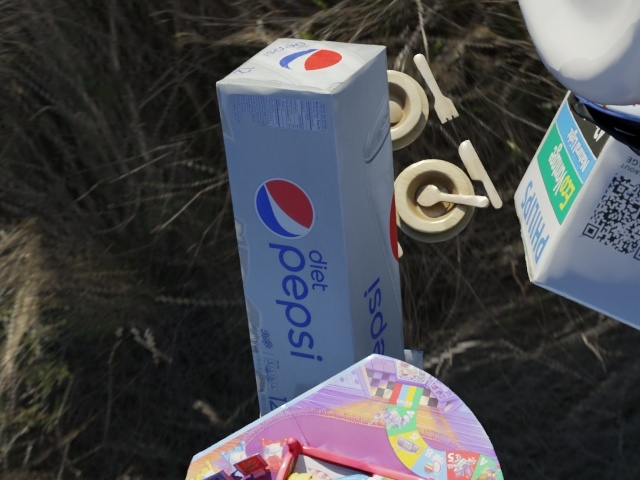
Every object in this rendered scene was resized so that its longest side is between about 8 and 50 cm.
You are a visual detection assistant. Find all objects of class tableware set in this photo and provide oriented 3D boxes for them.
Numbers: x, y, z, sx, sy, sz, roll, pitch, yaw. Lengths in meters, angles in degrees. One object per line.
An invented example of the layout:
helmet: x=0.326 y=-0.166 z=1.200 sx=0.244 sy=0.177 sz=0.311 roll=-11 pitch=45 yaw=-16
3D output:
tableware set: x=0.089 y=-0.090 z=1.262 sx=0.128 sy=0.039 sz=0.194 roll=-27 pitch=75 yaw=0

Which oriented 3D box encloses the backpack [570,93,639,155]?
backpack: x=0.309 y=-0.118 z=0.832 sx=0.263 sy=0.276 sz=0.213 roll=13 pitch=98 yaw=18

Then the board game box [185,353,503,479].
board game box: x=0.009 y=0.135 z=0.626 sx=0.168 sy=0.033 sz=0.133 roll=-29 pitch=68 yaw=-1

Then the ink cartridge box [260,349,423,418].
ink cartridge box: x=0.022 y=0.173 z=1.400 sx=0.181 sy=0.061 sz=0.104 roll=-2 pitch=83 yaw=33

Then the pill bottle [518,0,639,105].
pill bottle: x=0.185 y=-0.116 z=0.396 sx=0.229 sy=0.131 sz=0.131 roll=-6 pitch=101 yaw=-12

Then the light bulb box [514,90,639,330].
light bulb box: x=0.407 y=-0.083 z=1.088 sx=0.358 sy=0.225 sz=0.361 roll=24 pitch=111 yaw=-4

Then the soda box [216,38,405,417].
soda box: x=0.000 y=0.000 z=0.934 sx=0.091 sy=0.098 sz=0.286 roll=8 pitch=120 yaw=24
